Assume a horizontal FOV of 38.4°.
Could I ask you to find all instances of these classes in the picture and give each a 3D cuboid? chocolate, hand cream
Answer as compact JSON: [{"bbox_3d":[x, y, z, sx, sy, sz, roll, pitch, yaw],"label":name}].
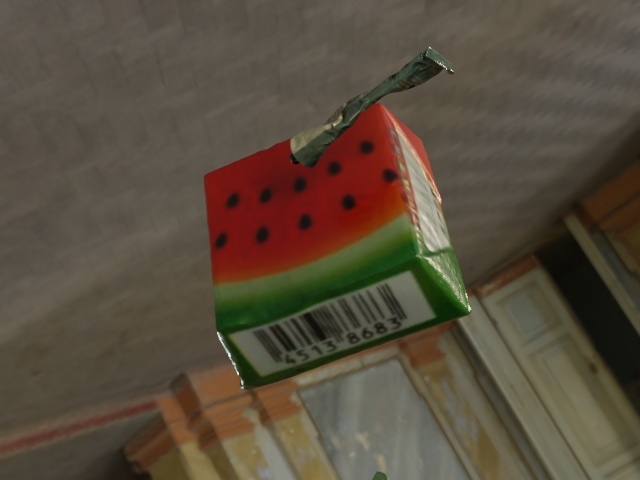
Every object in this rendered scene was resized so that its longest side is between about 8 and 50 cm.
[{"bbox_3d":[0.000,0.000,1.351,0.360,0.341,0.161,-21,141,14],"label":"chocolate"},{"bbox_3d":[0.057,-0.166,1.190,0.248,0.052,0.075,-29,-175,25],"label":"hand cream"}]

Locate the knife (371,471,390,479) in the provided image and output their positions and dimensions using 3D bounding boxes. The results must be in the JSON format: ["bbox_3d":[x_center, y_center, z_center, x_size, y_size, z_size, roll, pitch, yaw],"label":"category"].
[{"bbox_3d":[0.011,0.344,0.885,0.043,0.020,0.293,-21,-152,44],"label":"knife"}]
